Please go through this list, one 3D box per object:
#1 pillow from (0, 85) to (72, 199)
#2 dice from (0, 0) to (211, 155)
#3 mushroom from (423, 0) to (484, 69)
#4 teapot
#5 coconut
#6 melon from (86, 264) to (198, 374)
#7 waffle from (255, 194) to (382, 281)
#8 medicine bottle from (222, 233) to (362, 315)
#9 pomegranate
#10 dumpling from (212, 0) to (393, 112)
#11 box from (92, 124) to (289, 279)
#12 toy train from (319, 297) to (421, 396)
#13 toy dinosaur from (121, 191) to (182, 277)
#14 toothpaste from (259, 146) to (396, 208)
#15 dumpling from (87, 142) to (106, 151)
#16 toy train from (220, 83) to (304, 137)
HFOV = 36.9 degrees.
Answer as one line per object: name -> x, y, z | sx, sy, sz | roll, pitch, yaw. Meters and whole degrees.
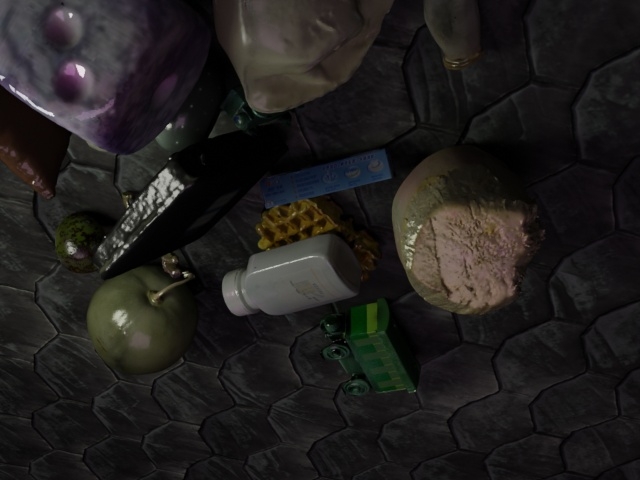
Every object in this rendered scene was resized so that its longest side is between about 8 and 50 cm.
pillow -> -0.550, -0.263, 1.695 | 0.108, 0.308, 0.305 | -27, 129, 28
dice -> -0.358, -0.316, 1.558 | 0.271, 0.270, 0.270 | 34, 94, 7
mushroom -> 0.221, -0.423, 1.572 | 0.109, 0.097, 0.351 | 3, 143, 8
teapot -> -0.307, -0.276, 1.762 | 0.250, 0.184, 0.183 | 24, 137, -4
coconut -> 0.281, -0.026, 1.864 | 0.297, 0.309, 0.298 | 0, 108, 1
melon -> -0.415, 0.189, 2.241 | 0.271, 0.272, 0.308 | 4, 150, 3
waffle -> -0.001, -0.001, 2.108 | 0.283, 0.065, 0.309 | 7, 143, 3
medicine bottle -> -0.067, 0.084, 2.092 | 0.296, 0.111, 0.161 | -18, 132, 29
pomegranate -> -0.518, 0.007, 2.150 | 0.163, 0.138, 0.125 | 5, 141, -50
dumpling -> -0.023, -0.411, 1.577 | 0.315, 0.233, 0.395 | -19, 127, -19
box -> -0.251, -0.076, 1.856 | 0.350, 0.359, 0.091 | -42, 81, 32
toy train -> 0.117, 0.270, 2.361 | 0.202, 0.120, 0.301 | -13, 135, 17
toy dinosaur -> -0.381, -0.018, 2.117 | 0.251, 0.072, 0.200 | 13, 119, 46
toothpaste -> 0.014, -0.126, 1.936 | 0.272, 0.053, 0.066 | -13, 94, 16
dumpling -> -0.391, -0.222, 1.862 | 0.134, 0.100, 0.169 | 0, 154, -13
toy train -> -0.103, -0.254, 1.770 | 0.099, 0.172, 0.070 | 53, 134, 11
